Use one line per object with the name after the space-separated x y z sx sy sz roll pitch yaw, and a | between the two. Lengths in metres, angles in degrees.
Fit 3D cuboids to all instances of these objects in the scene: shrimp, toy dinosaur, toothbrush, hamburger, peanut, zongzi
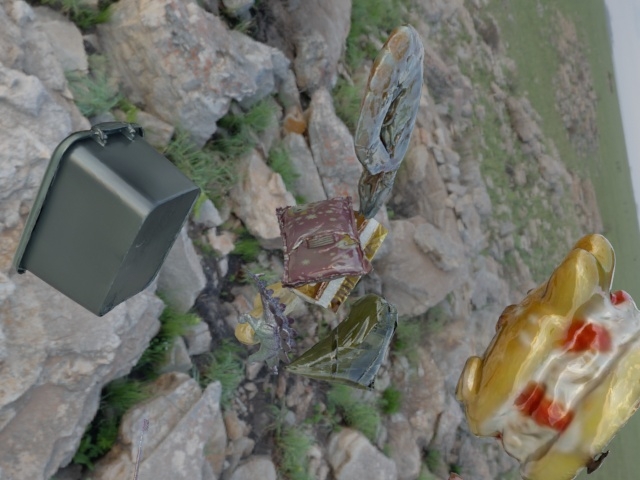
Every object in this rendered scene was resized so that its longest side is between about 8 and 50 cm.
0.084 -0.150 0.780 0.164 0.062 0.317 -36 147 -44 | shrimp
-0.076 0.122 0.779 0.039 0.082 0.209 -53 141 -50 | toy dinosaur
-0.235 0.283 0.697 0.006 0.008 0.097 40 50 -59 | toothbrush
0.301 0.151 0.667 0.261 0.186 0.303 -32 151 -32 | hamburger
-0.149 0.207 1.532 0.263 0.117 0.101 -54 133 -46 | peanut
0.058 0.237 1.346 0.274 0.125 0.251 20 90 -33 | zongzi

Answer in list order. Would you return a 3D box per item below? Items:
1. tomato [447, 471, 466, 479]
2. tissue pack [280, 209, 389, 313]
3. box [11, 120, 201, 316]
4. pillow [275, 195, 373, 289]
0.248 0.622 1.009 0.338 0.143 0.338 -45 148 -39 | tomato
0.024 0.039 1.205 0.092 0.183 0.226 36 80 -27 | tissue pack
-0.141 -0.012 0.364 0.069 0.122 0.084 37 26 5 | box
0.000 0.000 0.705 0.185 0.118 0.043 -97 175 -55 | pillow
